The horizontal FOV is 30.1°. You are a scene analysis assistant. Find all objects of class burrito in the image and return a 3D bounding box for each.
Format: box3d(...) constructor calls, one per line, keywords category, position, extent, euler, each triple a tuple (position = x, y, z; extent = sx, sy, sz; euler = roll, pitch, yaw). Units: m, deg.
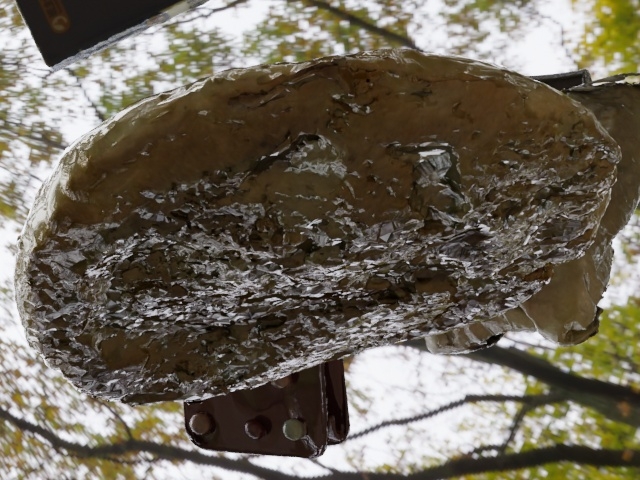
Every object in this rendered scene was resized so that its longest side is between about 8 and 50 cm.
box3d(category="burrito", position=(0.215, -0.033, 1.115), extent=(0.347, 0.175, 0.107), euler=(-58, -39, -32))

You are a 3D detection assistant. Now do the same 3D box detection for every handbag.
box3d(category="handbag", position=(-0.073, 0.149, 1.407), extent=(0.074, 0.203, 0.216), euler=(-27, -65, -61))

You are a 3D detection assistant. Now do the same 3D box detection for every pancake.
box3d(category="pancake", position=(0.001, 0.002, 0.683), extent=(0.356, 0.356, 0.065), euler=(1, -119, -25))

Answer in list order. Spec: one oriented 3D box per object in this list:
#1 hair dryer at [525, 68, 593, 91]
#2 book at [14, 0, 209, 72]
box3d(category="hair dryer", position=(0.247, -0.130, 1.418), extent=(0.219, 0.196, 0.075), euler=(39, -132, -54))
box3d(category="book", position=(-0.155, -0.395, 1.277), extent=(0.428, 0.039, 0.300), euler=(-26, -103, -4))
